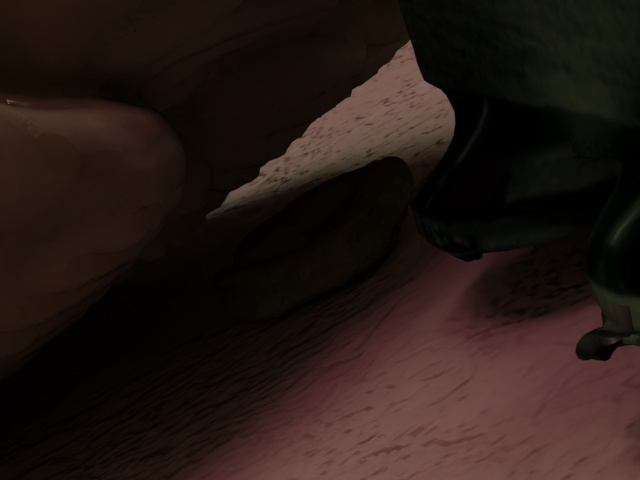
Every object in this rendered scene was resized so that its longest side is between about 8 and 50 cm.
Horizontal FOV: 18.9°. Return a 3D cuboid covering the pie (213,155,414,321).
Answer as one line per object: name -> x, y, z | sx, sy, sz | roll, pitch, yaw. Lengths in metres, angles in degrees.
pie -> 0.000, 0.000, 0.667 | 0.084, 0.020, 0.084 | -30, 16, 10

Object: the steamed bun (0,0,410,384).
steamed bun -> -0.149, -0.079, 0.681 | 0.367, 0.255, 0.342 | -34, 6, 36

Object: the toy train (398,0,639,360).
toy train -> 0.119, -0.093, 0.473 | 0.238, 0.167, 0.299 | -26, 15, -6
